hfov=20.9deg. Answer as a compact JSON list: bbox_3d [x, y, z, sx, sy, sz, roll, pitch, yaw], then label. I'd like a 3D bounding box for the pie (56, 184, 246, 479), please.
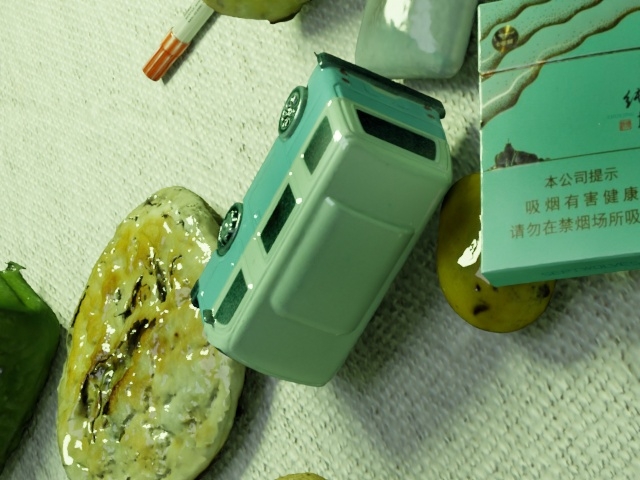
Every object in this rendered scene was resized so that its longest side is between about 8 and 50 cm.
[{"bbox_3d":[-0.173,0.104,1.751,0.339,0.077,0.339,-24,58,46],"label":"pie"}]

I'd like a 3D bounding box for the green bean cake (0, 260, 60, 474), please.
[{"bbox_3d":[-0.440,0.142,1.940,0.156,0.250,0.247,42,109,52],"label":"green bean cake"}]

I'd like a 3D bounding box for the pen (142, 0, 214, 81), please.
[{"bbox_3d":[-0.120,-0.260,1.873,0.239,0.028,0.028,-48,43,30],"label":"pen"}]

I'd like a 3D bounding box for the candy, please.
[{"bbox_3d":[0.092,-0.228,1.542,0.138,0.071,0.174,7,82,53],"label":"candy"}]

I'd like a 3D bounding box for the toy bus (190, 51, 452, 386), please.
[{"bbox_3d":[0.000,0.000,1.484,0.271,0.133,0.165,-60,21,24],"label":"toy bus"}]

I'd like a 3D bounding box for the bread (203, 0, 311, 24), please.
[{"bbox_3d":[-0.054,-0.324,1.699,0.197,0.197,0.170,-36,62,40],"label":"bread"}]

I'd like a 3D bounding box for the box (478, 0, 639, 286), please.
[{"bbox_3d":[0.200,-0.086,1.314,0.162,0.041,0.229,-7,67,23],"label":"box"}]

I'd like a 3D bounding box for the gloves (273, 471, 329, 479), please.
[{"bbox_3d":[0.026,0.303,1.332,0.203,0.155,0.356,-49,23,0],"label":"gloves"}]

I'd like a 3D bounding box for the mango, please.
[{"bbox_3d":[0.135,0.004,1.391,0.103,0.076,0.161,-52,33,27],"label":"mango"}]
